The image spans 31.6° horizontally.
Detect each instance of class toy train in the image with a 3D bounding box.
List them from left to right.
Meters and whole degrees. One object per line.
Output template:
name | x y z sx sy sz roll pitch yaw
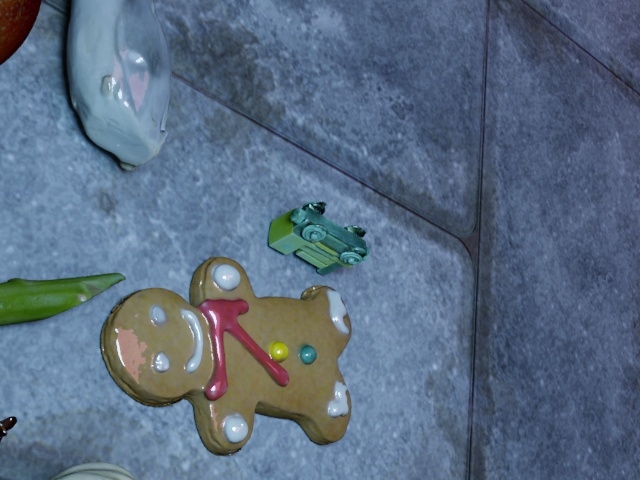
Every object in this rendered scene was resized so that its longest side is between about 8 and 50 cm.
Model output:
toy train | 0.000 0.000 1.337 0.122 0.081 0.050 31 46 -35

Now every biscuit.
biscuit | -0.084 0.124 1.231 0.340 0.047 0.215 17 62 -41

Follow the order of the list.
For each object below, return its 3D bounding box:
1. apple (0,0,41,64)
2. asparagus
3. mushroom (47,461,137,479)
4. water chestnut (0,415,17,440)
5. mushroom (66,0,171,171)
apple | -0.335 -0.235 1.026 0.181 0.168 0.180 26 53 -41
asparagus | -0.262 0.056 1.081 0.178 0.041 0.045 -6 35 -47
mushroom | -0.209 0.261 0.976 0.122 0.154 0.154 37 47 3
water chestnut | -0.373 0.139 0.723 0.335 0.347 0.335 2 59 -3
mushroom | -0.226 -0.249 1.199 0.109 0.097 0.351 4 68 -47
